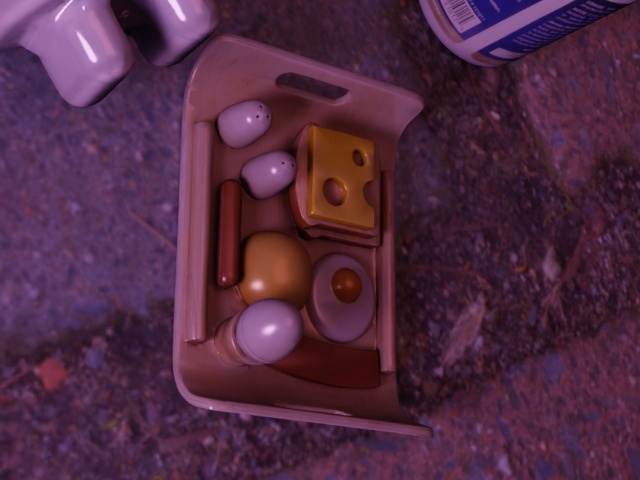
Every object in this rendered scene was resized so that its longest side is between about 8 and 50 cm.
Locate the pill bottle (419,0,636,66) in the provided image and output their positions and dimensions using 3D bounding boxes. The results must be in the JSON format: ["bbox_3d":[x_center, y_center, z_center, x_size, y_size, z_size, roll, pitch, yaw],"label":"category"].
[{"bbox_3d":[0.224,-0.271,1.160,0.153,0.264,0.153,11,71,-34],"label":"pill bottle"}]

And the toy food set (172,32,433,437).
[{"bbox_3d":[0.000,0.000,1.026,0.219,0.092,0.306,12,71,-33],"label":"toy food set"}]

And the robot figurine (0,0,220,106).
[{"bbox_3d":[-0.205,-0.275,0.884,0.300,0.200,0.353,-32,96,-25],"label":"robot figurine"}]
